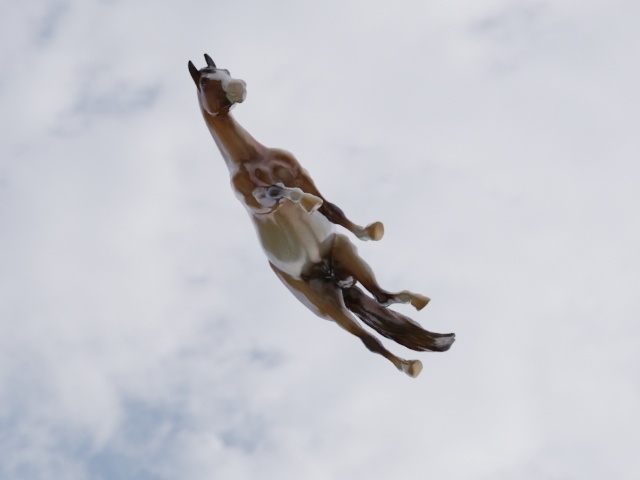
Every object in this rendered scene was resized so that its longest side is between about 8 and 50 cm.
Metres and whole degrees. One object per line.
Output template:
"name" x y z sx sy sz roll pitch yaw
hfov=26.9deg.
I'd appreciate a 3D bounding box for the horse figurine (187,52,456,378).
"horse figurine" 0.000 0.000 0.949 0.174 0.066 0.263 32 -17 49
